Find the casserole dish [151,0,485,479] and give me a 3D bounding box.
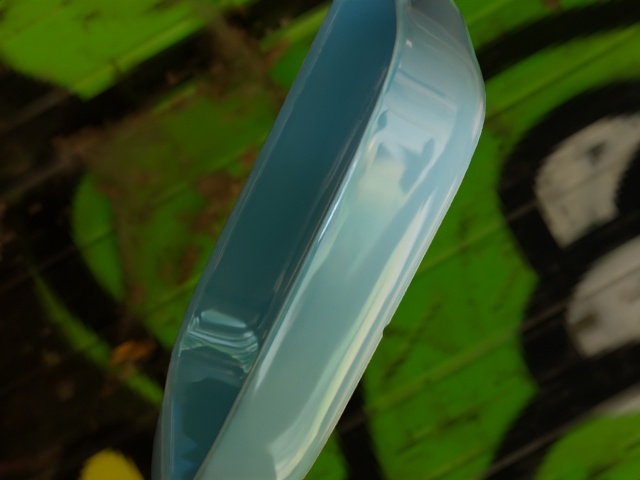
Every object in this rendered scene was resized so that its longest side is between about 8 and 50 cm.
[{"bbox_3d":[0.000,0.000,0.568,0.037,0.188,0.114,21,-156,-13],"label":"casserole dish"}]
